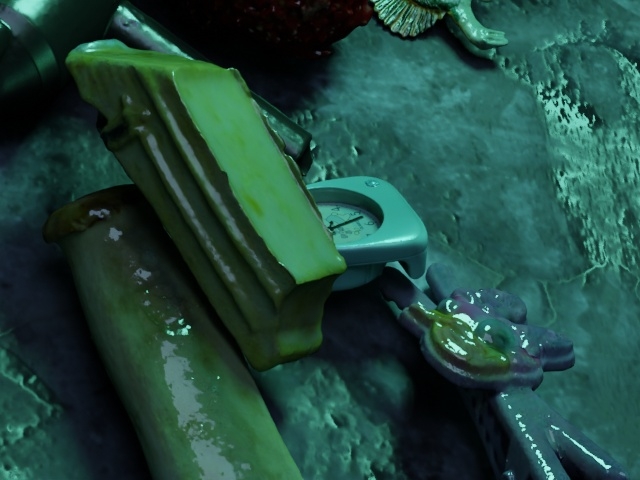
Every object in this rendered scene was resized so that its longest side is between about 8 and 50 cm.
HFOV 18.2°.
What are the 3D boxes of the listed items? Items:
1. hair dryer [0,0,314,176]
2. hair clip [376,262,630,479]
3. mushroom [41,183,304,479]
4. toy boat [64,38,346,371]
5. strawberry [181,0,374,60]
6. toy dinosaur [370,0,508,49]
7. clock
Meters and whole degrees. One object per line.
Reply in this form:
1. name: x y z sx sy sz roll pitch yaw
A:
1. hair dryer: -0.148 -0.112 1.530 0.302 0.116 0.244 33 50 -4
2. hair clip: 0.140 0.112 1.464 0.137 0.090 0.278 -6 55 -32
3. mushroom: -0.101 0.092 1.389 0.100 0.081 0.312 -14 63 -28
4. toy boat: -0.074 -0.042 1.417 0.276 0.084 0.111 57 25 9
5. strawberry: -0.044 -0.246 1.615 0.184 0.201 0.187 -14 72 -3
6. toy dinosaur: 0.078 -0.224 1.754 0.187 0.044 0.106 18 63 -10
7. clock: 0.000 -0.001 1.509 0.147 0.045 0.108 -10 32 -17
